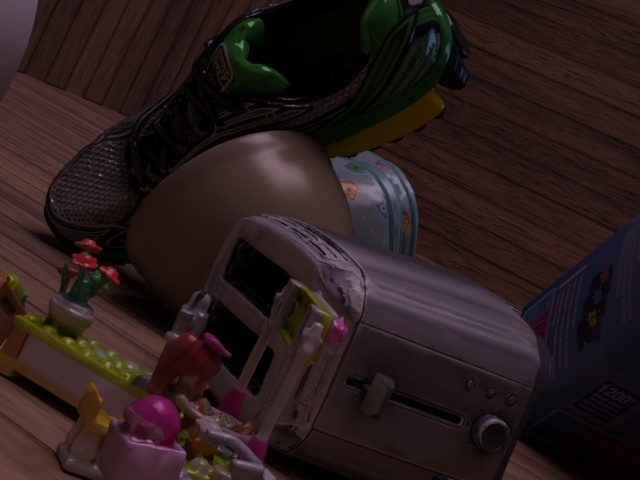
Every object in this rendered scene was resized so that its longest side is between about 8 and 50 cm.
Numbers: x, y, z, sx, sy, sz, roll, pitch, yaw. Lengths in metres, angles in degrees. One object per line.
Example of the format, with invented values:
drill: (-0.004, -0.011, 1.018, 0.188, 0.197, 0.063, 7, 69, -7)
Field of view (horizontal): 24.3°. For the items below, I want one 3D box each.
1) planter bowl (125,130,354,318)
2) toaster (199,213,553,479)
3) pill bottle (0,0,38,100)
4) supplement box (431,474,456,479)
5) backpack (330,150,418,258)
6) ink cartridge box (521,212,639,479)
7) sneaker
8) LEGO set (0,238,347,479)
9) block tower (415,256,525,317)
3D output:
planter bowl: (-0.041, 0.016, 1.044, 0.162, 0.162, 0.109, 20, 33, -57)
toaster: (0.018, 0.063, 0.875, 0.146, 0.129, 0.227, 22, 7, -26)
pill bottle: (-0.392, -0.200, 0.943, 0.392, 0.224, 0.224, 23, 5, -43)
supplement box: (0.090, 0.153, 0.663, 0.083, 0.056, 0.083, 22, 6, -44)
backpack: (0.000, 0.000, 1.222, 0.144, 0.166, 0.188, 1, 19, -21)
ink cartridge box: (0.378, 0.075, 1.273, 0.270, 0.151, 0.395, 24, -40, -15)
sneaker: (-0.069, -0.101, 1.098, 0.146, 0.343, 0.134, 33, 30, -59)
LEGO set: (-0.076, 0.043, 0.657, 0.132, 0.107, 0.287, 24, 5, -34)
block tower: (0.206, 0.115, 1.656, 0.335, 0.091, 0.097, 26, 3, -16)
